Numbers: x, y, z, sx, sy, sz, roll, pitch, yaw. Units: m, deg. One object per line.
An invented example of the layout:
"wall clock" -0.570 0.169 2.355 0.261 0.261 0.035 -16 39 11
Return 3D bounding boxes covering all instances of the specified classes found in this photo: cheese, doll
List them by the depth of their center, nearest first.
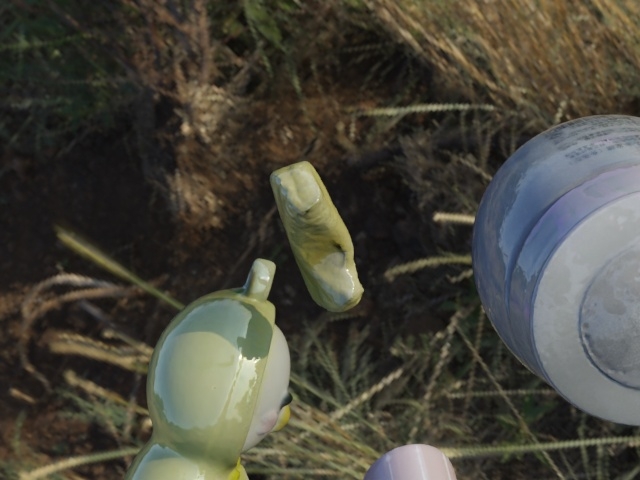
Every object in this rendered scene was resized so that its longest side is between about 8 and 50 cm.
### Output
"cheese" 0.000 0.000 0.537 0.030 0.083 0.044 -22 28 -5
"doll" -0.075 0.153 0.640 0.141 0.117 0.296 -86 21 -81

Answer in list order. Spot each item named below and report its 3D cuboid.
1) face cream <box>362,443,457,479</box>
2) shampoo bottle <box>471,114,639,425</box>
"face cream" 0.056 0.198 0.496 0.057 0.084 0.198 -5 46 -7
"shampoo bottle" 0.288 0.023 1.030 0.273 0.273 0.266 -38 18 13
